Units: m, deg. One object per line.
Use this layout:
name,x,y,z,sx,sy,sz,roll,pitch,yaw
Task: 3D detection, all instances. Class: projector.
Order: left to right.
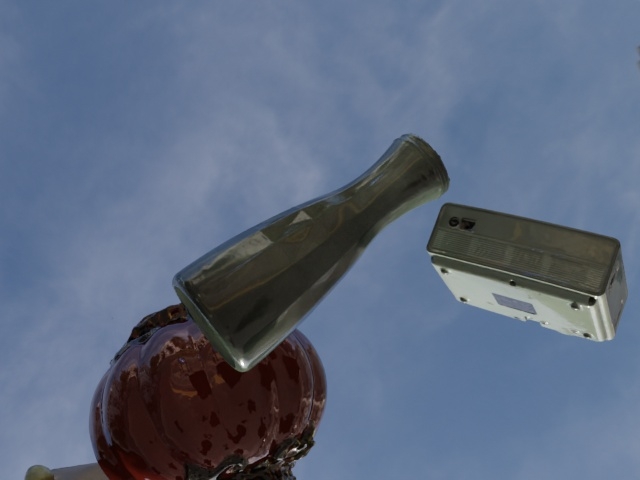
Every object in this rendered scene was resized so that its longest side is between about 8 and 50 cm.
projector,0.174,0.030,0.668,0.147,0.115,0.061,15,-106,30

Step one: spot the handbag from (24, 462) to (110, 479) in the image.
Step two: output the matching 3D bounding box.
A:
handbag,-0.324,0.343,0.875,0.283,0.401,0.133,-18,-91,25

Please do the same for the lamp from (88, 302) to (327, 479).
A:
lamp,-0.106,0.153,0.752,0.226,0.227,0.227,1,-96,-15

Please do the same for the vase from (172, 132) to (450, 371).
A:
vase,0.000,0.000,0.590,0.214,0.086,0.086,-37,-86,-16
